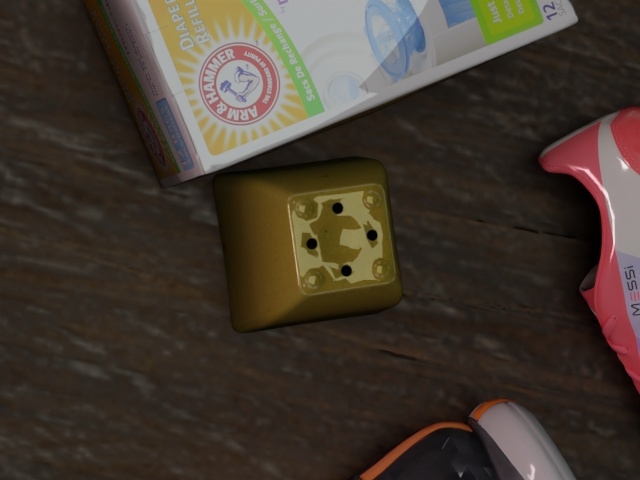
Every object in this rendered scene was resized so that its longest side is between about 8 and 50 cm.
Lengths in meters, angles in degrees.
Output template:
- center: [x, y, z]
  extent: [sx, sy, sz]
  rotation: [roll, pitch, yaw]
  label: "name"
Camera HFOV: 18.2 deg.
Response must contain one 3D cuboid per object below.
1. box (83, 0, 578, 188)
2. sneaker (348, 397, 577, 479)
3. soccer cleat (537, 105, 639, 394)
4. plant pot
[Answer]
- center: [0.001, -0.113, 0.965]
  extent: [0.203, 0.103, 0.114]
  rotation: [-23, 94, -15]
  label: "box"
- center: [0.091, 0.243, 0.940]
  extent: [0.180, 0.124, 0.321]
  rotation: [-28, 59, -7]
  label: "sneaker"
- center: [0.185, 0.052, 1.033]
  extent: [0.095, 0.083, 0.248]
  rotation: [-14, 95, 9]
  label: "soccer cleat"
- center: [0.000, 0.000, 0.972]
  extent: [0.081, 0.083, 0.081]
  rotation: [-8, 89, -15]
  label: "plant pot"
